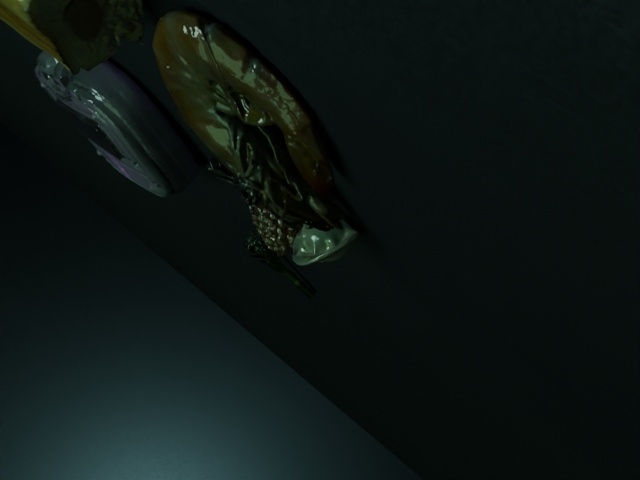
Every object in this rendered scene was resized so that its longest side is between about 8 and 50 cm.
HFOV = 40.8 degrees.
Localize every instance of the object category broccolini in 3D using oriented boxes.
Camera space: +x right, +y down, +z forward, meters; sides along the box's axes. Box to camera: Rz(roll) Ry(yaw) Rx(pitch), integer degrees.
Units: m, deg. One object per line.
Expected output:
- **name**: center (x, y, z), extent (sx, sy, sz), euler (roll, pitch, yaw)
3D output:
- **broccolini**: center (-0.048, 0.033, 1.142), extent (0.035, 0.030, 0.140), euler (-20, 132, 35)

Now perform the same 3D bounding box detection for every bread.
- **bread**: center (-0.219, -0.209, 0.637), extent (0.173, 0.085, 0.134), euler (38, 171, 11)

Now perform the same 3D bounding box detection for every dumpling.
- **dumpling**: center (0.000, 0.001, 0.765), extent (0.077, 0.059, 0.043), euler (34, 158, 38)

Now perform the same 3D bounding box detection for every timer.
- **timer**: center (-0.241, -0.140, 1.007), extent (0.208, 0.069, 0.190), euler (32, 162, 44)

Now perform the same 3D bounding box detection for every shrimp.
- **shrimp**: center (-0.039, -0.081, 0.658), extent (0.133, 0.053, 0.236), euler (-1, 137, 43)

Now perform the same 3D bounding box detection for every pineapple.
- **pineapple**: center (-0.064, -0.043, 0.820), extent (0.124, 0.058, 0.058), euler (43, 168, -7)
